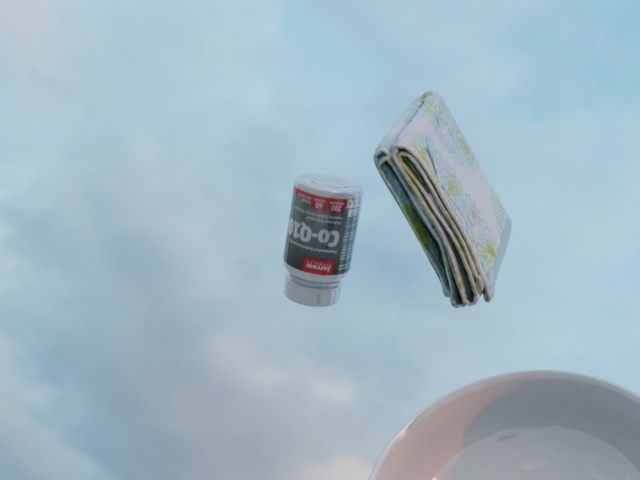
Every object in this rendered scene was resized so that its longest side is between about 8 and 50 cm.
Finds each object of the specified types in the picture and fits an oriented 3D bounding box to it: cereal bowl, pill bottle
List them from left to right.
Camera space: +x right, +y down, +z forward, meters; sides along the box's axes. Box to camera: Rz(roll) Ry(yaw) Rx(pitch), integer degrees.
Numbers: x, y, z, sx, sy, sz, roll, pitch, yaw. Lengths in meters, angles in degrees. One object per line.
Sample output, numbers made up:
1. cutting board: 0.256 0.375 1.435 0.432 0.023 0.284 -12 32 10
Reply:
1. pill bottle: 0.000 0.000 1.528 0.161 0.161 0.283 16 -71 21
2. cereal bowl: 0.221 0.301 0.698 0.339 0.339 0.141 -4 -57 36

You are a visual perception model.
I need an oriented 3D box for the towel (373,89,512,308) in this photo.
1. towel: 0.236 -0.089 1.200 0.090 0.374 0.320 -22 -74 28
